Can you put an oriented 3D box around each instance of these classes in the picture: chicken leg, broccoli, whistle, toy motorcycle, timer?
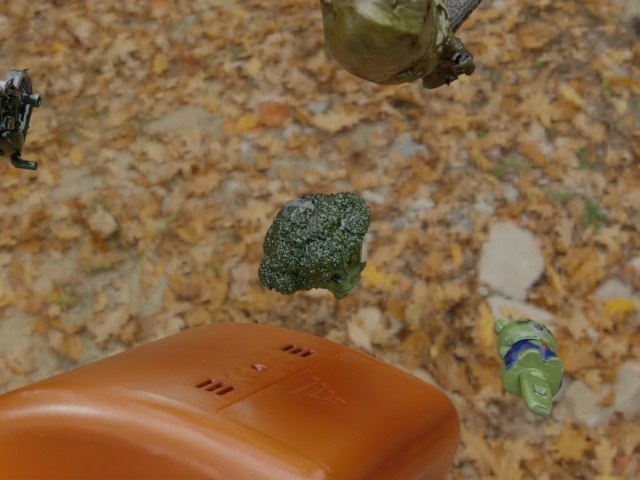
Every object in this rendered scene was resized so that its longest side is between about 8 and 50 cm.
[{"bbox_3d":[0.061,-0.161,0.851,0.088,0.103,0.227,-20,-6,24],"label":"chicken leg"},{"bbox_3d":[0.000,0.000,1.419,0.145,0.138,0.162,-12,38,30],"label":"broccoli"},{"bbox_3d":[0.310,0.184,1.733,0.105,0.085,0.227,22,25,-7],"label":"whistle"},{"bbox_3d":[-0.463,-0.155,1.435,0.205,0.127,0.275,7,9,5],"label":"toy motorcycle"},{"bbox_3d":[-0.067,0.145,0.761,0.250,0.161,0.257,25,17,22],"label":"timer"}]

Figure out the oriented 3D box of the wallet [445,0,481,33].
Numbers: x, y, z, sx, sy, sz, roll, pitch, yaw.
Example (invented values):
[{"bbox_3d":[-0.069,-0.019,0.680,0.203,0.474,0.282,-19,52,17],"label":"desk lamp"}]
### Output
[{"bbox_3d":[0.139,-0.305,1.447,0.110,0.031,0.198,42,95,10],"label":"wallet"}]
